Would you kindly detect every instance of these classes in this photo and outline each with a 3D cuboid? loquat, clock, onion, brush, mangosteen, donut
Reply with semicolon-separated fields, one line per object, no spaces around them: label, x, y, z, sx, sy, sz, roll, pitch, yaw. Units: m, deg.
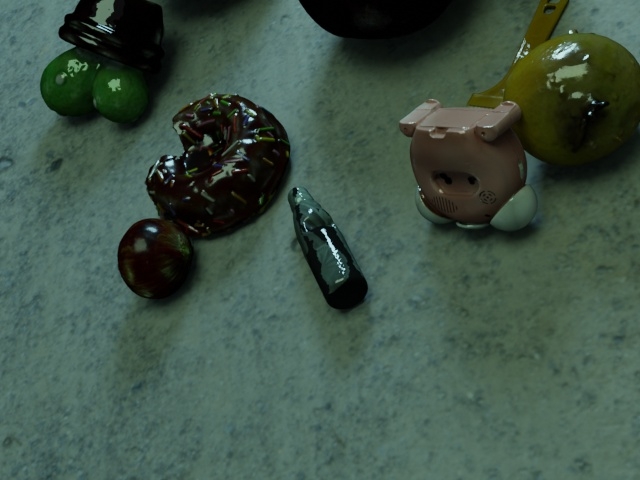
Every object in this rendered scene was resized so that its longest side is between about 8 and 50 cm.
loquat;0.310;-0.181;1.334;0.172;0.149;0.204;-30;36;16
clock;0.179;-0.083;1.331;0.166;0.162;0.093;7;35;38
onion;-0.240;0.023;1.538;0.119;0.118;0.117;-23;53;15
brush;0.278;-0.244;1.488;0.103;0.013;0.272;13;64;36
mangosteen;0.072;-0.442;1.556;0.275;0.302;0.275;-15;33;10
donut;-0.157;-0.117;1.595;0.216;0.096;0.230;25;72;40

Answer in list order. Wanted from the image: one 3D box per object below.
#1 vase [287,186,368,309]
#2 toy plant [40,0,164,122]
vase;0.000;0.000;1.442;0.060;0.060;0.211;-33;48;6
toy plant;-0.364;-0.304;1.816;0.218;0.175;0.235;25;98;34
